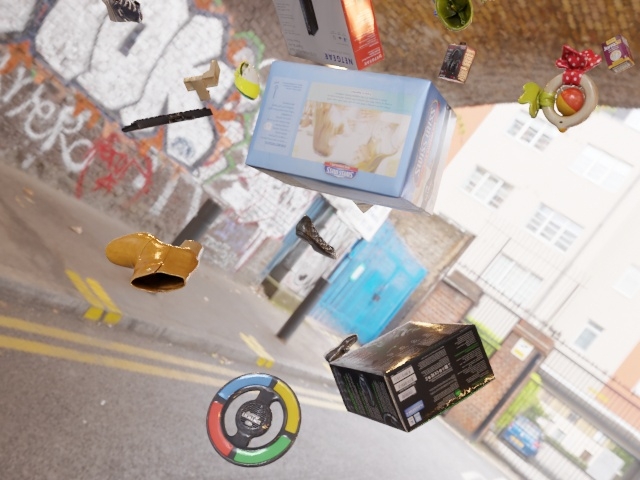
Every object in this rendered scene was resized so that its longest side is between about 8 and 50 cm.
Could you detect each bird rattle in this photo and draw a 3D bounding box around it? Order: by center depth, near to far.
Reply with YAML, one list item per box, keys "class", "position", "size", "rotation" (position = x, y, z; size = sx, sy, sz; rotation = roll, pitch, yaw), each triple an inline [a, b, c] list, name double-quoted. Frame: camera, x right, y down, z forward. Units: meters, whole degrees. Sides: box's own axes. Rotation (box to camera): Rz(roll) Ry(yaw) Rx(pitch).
- class: "bird rattle"
  position: [0.733, -0.438, 1.832]
  size: [0.143, 0.254, 0.206]
  rotation: [4, 53, -56]

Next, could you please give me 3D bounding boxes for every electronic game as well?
- class: "electronic game"
  position: [-0.159, 0.425, 1.476]
  size: [0.229, 0.229, 0.048]
  rotation: [38, -25, 24]

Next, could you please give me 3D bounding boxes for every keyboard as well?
- class: "keyboard"
  position: [-0.310, -0.252, 1.279]
  size: [0.108, 0.180, 0.023]
  rotation: [1, -71, 45]

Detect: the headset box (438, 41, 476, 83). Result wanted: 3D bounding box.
- class: "headset box"
  position: [0.301, -0.392, 1.353]
  size: [0.032, 0.083, 0.062]
  rotation: [8, 17, -32]

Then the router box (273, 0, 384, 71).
- class: "router box"
  position: [-0.005, -0.581, 1.479]
  size: [0.335, 0.082, 0.301]
  rotation: [33, -32, 52]

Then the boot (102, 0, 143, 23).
- class: "boot"
  position: [-0.524, -0.639, 1.632]
  size: [0.086, 0.069, 0.190]
  rotation: [4, -8, -7]

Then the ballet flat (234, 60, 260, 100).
- class: "ballet flat"
  position: [-0.228, -0.508, 1.927]
  size: [0.077, 0.077, 0.231]
  rotation: [19, 23, -24]

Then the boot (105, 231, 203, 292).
- class: "boot"
  position: [-0.468, 0.063, 1.634]
  size: [0.296, 0.104, 0.211]
  rotation: [0, 23, 8]

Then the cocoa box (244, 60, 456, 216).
- class: "cocoa box"
  position: [0.066, -0.206, 1.262]
  size: [0.347, 0.231, 0.228]
  rotation: [15, -1, 25]

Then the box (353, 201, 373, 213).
- class: "box"
  position: [0.208, -0.207, 1.901]
  size: [0.094, 0.275, 0.113]
  rotation: [50, 10, -9]

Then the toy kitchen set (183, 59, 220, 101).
- class: "toy kitchen set"
  position: [-0.304, -0.418, 1.621]
  size: [0.068, 0.083, 0.075]
  rotation: [71, 14, -49]

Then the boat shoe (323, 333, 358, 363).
- class: "boat shoe"
  position: [0.069, 0.335, 1.904]
  size: [0.038, 0.125, 0.046]
  rotation: [49, -13, 43]

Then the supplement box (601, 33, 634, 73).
- class: "supplement box"
  position: [0.796, -0.498, 1.653]
  size: [0.043, 0.055, 0.083]
  rotation: [13, 61, -42]

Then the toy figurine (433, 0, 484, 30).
- class: "toy figurine"
  position: [0.358, -0.730, 1.729]
  size: [0.362, 0.191, 0.217]
  rotation: [60, 13, 12]

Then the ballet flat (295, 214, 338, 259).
- class: "ballet flat"
  position: [0.000, 0.000, 1.409]
  size: [0.058, 0.049, 0.173]
  rotation: [19, -14, 35]

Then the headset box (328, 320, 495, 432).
- class: "headset box"
  position: [0.188, 0.287, 1.366]
  size: [0.283, 0.247, 0.131]
  rotation: [-13, -81, 65]
